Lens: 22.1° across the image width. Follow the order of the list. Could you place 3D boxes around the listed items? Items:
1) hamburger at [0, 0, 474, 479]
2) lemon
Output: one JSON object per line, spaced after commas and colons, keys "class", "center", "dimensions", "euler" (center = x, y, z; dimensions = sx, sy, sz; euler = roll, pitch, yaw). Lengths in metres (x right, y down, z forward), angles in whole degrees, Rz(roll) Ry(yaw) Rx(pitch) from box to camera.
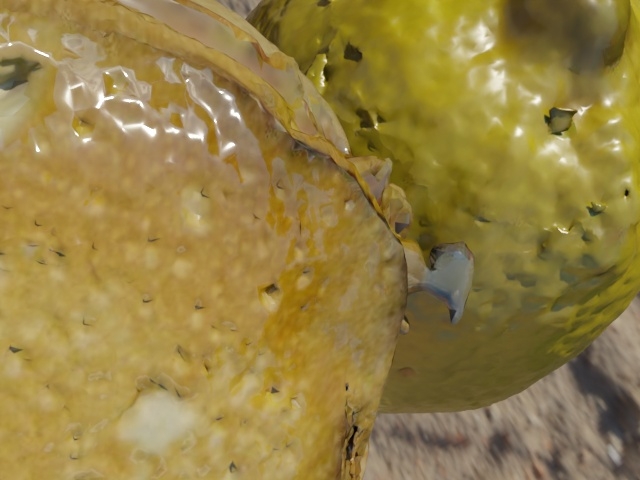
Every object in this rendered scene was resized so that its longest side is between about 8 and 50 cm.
{"class": "hamburger", "center": [-0.109, 0.048, 0.522], "dimensions": [0.314, 0.170, 0.290], "euler": [6, 102, -25]}
{"class": "lemon", "center": [0.058, -0.039, 0.835], "dimensions": [0.245, 0.320, 0.245], "euler": [11, 61, -20]}
